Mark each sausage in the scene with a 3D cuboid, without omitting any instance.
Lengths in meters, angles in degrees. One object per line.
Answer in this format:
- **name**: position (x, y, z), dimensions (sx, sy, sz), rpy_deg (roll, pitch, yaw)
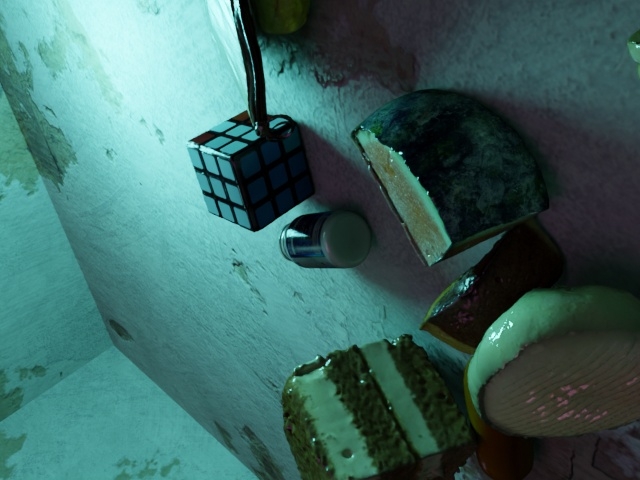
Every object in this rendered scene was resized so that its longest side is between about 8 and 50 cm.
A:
- **sausage**: position (0.308, 0.311, 1.176), dimensions (0.105, 0.105, 0.275), rpy_deg (19, 134, 45)

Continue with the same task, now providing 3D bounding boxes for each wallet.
- **wallet**: position (-0.133, -0.341, 1.087), dimensions (0.335, 0.068, 0.275), rpy_deg (82, 163, -61)

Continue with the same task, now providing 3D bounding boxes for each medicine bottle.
- **medicine bottle**: position (0.000, 0.000, 1.290), dimensions (0.191, 0.107, 0.107), rpy_deg (-4, 117, 56)

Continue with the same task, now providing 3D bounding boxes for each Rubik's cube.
- **Rubik's cube**: position (-0.129, -0.135, 1.285), dimensions (0.163, 0.162, 0.161), rpy_deg (22, 136, 44)

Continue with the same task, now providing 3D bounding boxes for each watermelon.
- **watermelon**: position (0.143, -0.078, 0.945), dimensions (0.318, 0.148, 0.226), rpy_deg (35, 137, 39)

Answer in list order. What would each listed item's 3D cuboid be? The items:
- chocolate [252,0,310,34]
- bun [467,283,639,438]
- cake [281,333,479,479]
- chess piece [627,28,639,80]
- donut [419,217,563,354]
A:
- **chocolate**: position (-0.049, -0.466, 0.881), dimensions (0.162, 0.162, 0.446), rpy_deg (40, 156, 23)
- **bun**: position (0.327, 0.152, 0.905), dimensions (0.287, 0.146, 0.287), rpy_deg (1, 141, 0)
- **cake**: position (0.098, 0.358, 1.265), dimensions (0.256, 0.290, 0.282), rpy_deg (91, 155, -50)
- **chess piece**: position (0.421, -0.036, 0.672), dimensions (0.117, 0.117, 0.397), rpy_deg (-1, 121, 55)
- **donut**: position (0.242, 0.094, 1.016), dimensions (0.112, 0.151, 0.295), rpy_deg (38, 147, 9)
